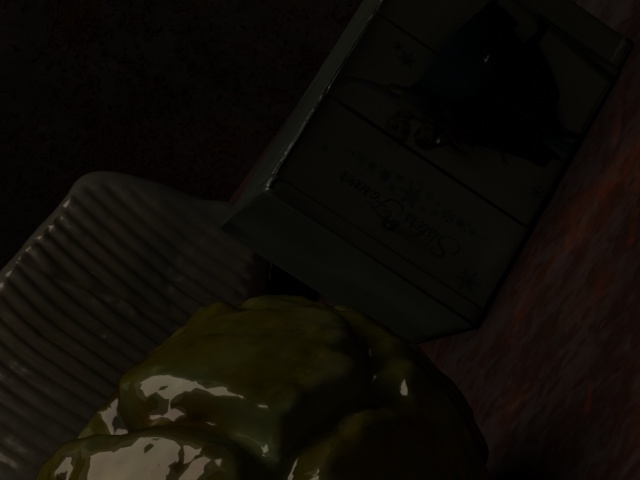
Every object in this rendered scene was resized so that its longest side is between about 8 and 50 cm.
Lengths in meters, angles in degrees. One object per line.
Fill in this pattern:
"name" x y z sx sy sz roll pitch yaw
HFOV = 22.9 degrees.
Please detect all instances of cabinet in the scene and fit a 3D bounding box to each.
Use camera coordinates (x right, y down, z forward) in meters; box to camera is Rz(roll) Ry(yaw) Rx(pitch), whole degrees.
"cabinet" 0.063 -0.065 0.973 0.206 0.145 0.150 -59 7 -14

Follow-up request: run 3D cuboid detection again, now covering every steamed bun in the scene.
"steamed bun" -0.195 0.139 1.465 0.236 0.247 0.383 97 -165 -56

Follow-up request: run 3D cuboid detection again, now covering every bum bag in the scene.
"bum bag" 0.000 0.000 1.497 0.198 0.049 0.087 -49 35 45

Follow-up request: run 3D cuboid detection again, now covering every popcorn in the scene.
"popcorn" -0.024 0.121 0.652 0.204 0.183 0.221 -44 12 30
